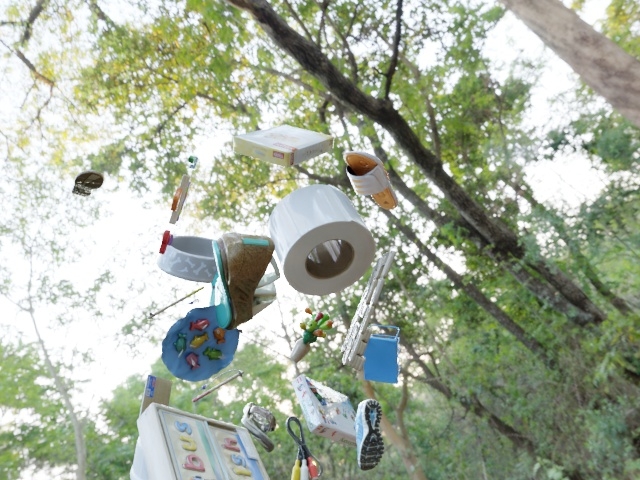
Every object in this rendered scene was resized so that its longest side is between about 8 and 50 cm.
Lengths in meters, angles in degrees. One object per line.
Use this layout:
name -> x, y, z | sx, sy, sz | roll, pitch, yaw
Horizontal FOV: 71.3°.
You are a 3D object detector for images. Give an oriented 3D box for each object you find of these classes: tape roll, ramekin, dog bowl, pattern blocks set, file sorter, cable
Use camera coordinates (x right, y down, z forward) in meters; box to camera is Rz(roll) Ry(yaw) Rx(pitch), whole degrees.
tape roll -> 0.000, 0.000, 1.158 | 0.246, 0.169, 0.246 | -12, -50, -14
ramekin -> -0.532, 0.766, 1.608 | 0.277, 0.277, 0.135 | 4, -90, -48
dog bowl -> -0.508, 0.070, 1.888 | 0.348, 0.348, 0.102 | 0, -72, -45
pattern blocks set -> -0.468, -0.131, 1.501 | 0.026, 0.285, 0.325 | 17, -79, -13
file sorter -> 0.219, 0.395, 1.568 | 0.104, 0.118, 0.171 | -45, -46, -63
cable -> -0.066, 0.878, 1.859 | 0.139, 0.288, 0.072 | -4, -24, -12

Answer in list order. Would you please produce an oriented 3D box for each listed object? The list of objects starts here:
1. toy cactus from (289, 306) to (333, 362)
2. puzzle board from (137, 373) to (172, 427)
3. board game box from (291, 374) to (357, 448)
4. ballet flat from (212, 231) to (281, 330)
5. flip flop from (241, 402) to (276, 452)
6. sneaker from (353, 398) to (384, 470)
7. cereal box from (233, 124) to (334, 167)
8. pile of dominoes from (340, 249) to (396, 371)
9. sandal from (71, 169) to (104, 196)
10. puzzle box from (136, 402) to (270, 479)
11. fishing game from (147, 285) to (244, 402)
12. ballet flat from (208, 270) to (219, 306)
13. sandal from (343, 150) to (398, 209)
toy cactus -> -0.040, 0.296, 1.407 | 0.181, 0.112, 0.219 | -53, -3, -12
puzzle board -> -0.429, 0.421, 1.158 | 0.011, 0.128, 0.096 | -11, -30, 20
board game box -> 0.037, 0.599, 1.552 | 0.053, 0.193, 0.305 | -41, -48, 9
ballet flat -> -0.140, 0.084, 0.858 | 0.124, 0.116, 0.342 | -10, -29, -18
flip flop -> -0.179, 0.556, 1.378 | 0.080, 0.112, 0.277 | -40, 4, -9
sneaker -> 0.114, 0.475, 1.095 | 0.063, 0.162, 0.073 | 14, -20, -19
cereal box -> -0.092, -0.258, 1.190 | 0.240, 0.172, 0.048 | -35, -41, -55
pile of dominoes -> 0.111, 0.149, 0.959 | 0.196, 0.040, 0.251 | 102, -169, -85
sandal -> -0.711, -0.181, 1.359 | 0.072, 0.049, 0.180 | 19, -27, -35
puzzle box -> -0.171, 0.484, 0.807 | 0.052, 0.409, 0.272 | -50, -49, 2
fishing game -> -0.266, 0.241, 1.024 | 0.189, 0.041, 0.264 | -25, -66, -26
ballet flat -> -0.375, 0.196, 1.704 | 0.091, 0.241, 0.077 | -11, -51, 13
sandal -> 0.150, -0.150, 1.276 | 0.265, 0.101, 0.076 | 47, -124, -41
